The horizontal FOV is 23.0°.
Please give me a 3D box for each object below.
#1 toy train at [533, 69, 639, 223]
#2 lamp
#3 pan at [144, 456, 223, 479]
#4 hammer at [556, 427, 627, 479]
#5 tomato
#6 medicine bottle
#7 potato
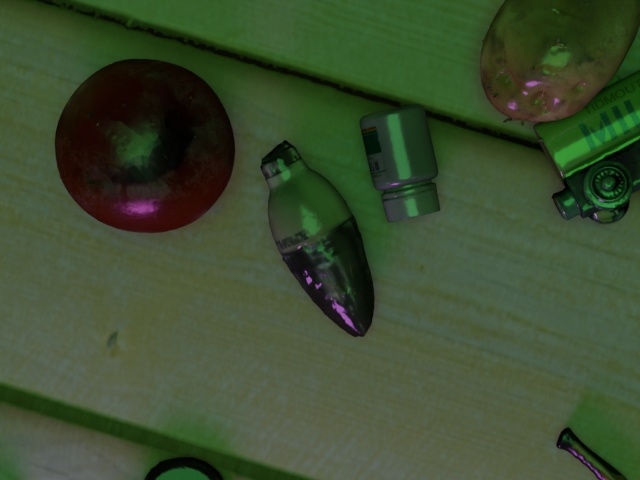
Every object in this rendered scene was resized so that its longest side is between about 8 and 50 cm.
[{"bbox_3d":[0.374,-0.128,1.849,0.253,0.105,0.157,-27,77,5],"label":"toy train"},{"bbox_3d":[0.000,0.000,1.873,0.101,0.101,0.250,-27,96,4],"label":"lamp"},{"bbox_3d":[-0.210,0.347,1.930,0.212,0.040,0.115,-32,85,4],"label":"pan"},{"bbox_3d":[0.368,0.297,1.901,0.201,0.021,0.078,42,94,0],"label":"hammer"},{"bbox_3d":[-0.204,-0.109,1.833,0.208,0.184,0.208,0,93,5],"label":"tomato"},{"bbox_3d":[0.097,-0.091,1.868,0.080,0.080,0.130,-12,92,4],"label":"medicine bottle"},{"bbox_3d":[0.286,-0.239,1.820,0.235,0.128,0.161,-32,71,0],"label":"potato"}]
